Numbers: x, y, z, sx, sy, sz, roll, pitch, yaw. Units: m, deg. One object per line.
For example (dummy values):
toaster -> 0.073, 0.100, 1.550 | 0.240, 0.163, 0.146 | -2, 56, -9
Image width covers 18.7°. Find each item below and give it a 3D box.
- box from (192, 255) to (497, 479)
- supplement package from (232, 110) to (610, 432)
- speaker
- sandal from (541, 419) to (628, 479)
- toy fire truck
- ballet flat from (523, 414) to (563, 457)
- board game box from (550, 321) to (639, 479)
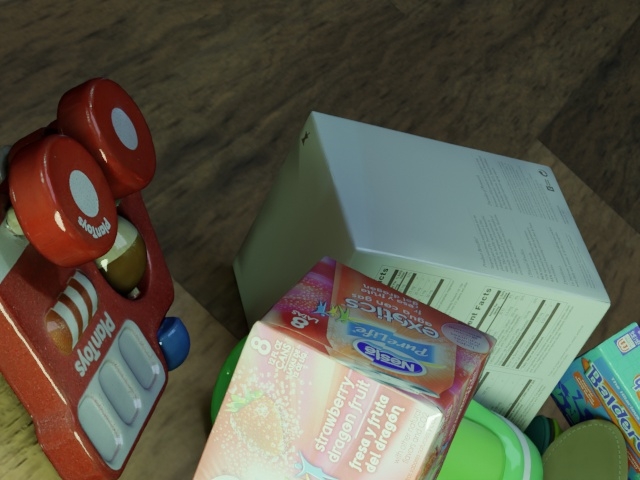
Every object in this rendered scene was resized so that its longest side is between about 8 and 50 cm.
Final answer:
box -> -0.009, 0.185, 1.355 | 0.142, 0.300, 0.154 | 26, 24, 10
supplement package -> 0.087, 0.039, 1.804 | 0.263, 0.198, 0.199 | 12, 37, -24
speaker -> 0.053, 0.174, 1.691 | 0.296, 0.131, 0.131 | 25, 30, -32
sandal -> 0.232, 0.278, 1.747 | 0.240, 0.088, 0.079 | -74, 155, -42
toy fire truck -> -0.201, 0.030, 1.552 | 0.254, 0.169, 0.302 | 61, 21, -18
ballet flat -> 0.205, 0.259, 1.841 | 0.077, 0.077, 0.231 | 43, 32, -10
board game box -> 0.292, 0.172, 1.827 | 0.160, 0.047, 0.210 | 58, -14, 7
